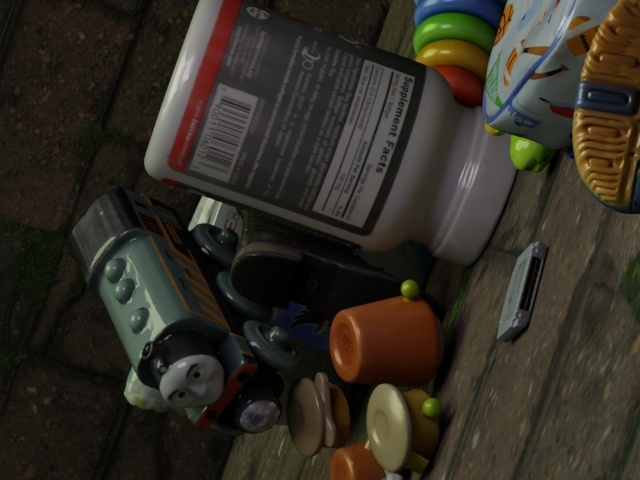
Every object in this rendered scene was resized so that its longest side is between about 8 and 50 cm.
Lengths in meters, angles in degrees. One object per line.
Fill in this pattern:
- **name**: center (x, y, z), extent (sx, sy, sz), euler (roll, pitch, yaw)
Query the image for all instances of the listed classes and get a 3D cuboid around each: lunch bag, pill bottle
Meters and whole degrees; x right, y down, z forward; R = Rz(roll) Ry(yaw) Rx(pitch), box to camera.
- **lunch bag**: center (0.236, -0.218, 1.431), extent (0.243, 0.115, 0.303), euler (130, 160, -68)
- **pill bottle**: center (0.015, -0.108, 1.890), extent (0.210, 0.363, 0.210), euler (-161, 90, -84)

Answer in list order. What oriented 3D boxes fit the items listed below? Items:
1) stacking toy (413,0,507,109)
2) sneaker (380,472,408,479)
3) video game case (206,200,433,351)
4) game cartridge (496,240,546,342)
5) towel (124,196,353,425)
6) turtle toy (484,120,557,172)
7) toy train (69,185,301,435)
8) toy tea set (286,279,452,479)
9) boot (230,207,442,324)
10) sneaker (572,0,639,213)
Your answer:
- **stacking toy**: center (0.166, -0.231, 2.160), extent (0.141, 0.141, 0.330), euler (119, 163, -60)
- **sneaker**: center (0.028, 0.313, 1.749), extent (0.080, 0.081, 0.211), euler (-78, 11, -66)
- **video game case**: center (0.000, 0.000, 2.143), extent (0.061, 0.269, 0.244), euler (-121, 50, -77)
- **game cartridge**: center (0.176, 0.047, 1.578), extent (0.056, 0.017, 0.083), euler (131, 159, -66)
- **towel**: center (-0.058, 0.083, 2.317), extent (0.090, 0.374, 0.320), euler (25, 97, 40)
- **turtle toy**: center (0.199, -0.125, 1.687), extent (0.095, 0.066, 0.130), euler (123, 165, -68)
- **toy train**: center (-0.153, 0.077, 1.958), extent (0.142, 0.190, 0.334), euler (-51, 40, 19)
- **toy tea set**: center (0.062, 0.197, 1.877), extent (0.336, 0.124, 0.200), euler (122, 138, -51)
- **boot**: center (0.011, -0.003, 2.000), extent (0.229, 0.263, 0.091), euler (-88, 21, -56)
- **sneaker**: center (0.248, -0.142, 1.219), extent (0.131, 0.112, 0.296), euler (72, -144, -70)
